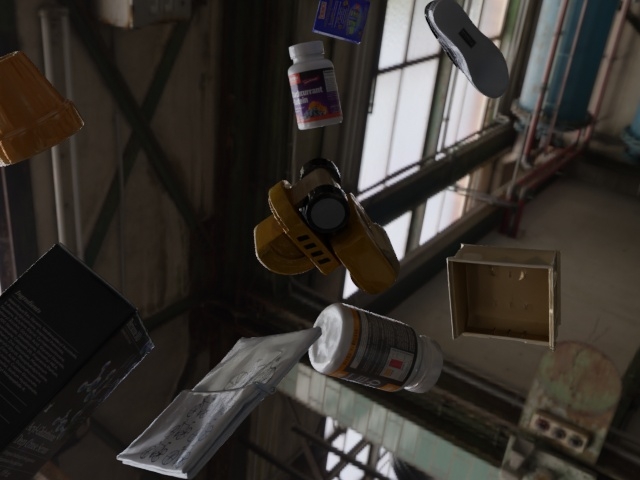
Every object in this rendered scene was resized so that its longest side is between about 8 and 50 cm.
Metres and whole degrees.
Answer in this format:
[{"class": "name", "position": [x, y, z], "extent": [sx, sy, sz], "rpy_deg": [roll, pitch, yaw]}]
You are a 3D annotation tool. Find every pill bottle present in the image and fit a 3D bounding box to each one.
[{"class": "pill bottle", "position": [0.128, 0.250, 1.596], "extent": [0.279, 0.162, 0.162], "rpy_deg": [21, -159, -25]}, {"class": "pill bottle", "position": [-0.017, -0.363, 1.660], "extent": [0.108, 0.193, 0.108], "rpy_deg": [-11, -171, 2]}]

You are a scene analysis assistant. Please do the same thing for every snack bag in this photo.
[{"class": "snack bag", "position": [-0.174, 0.265, 1.222], "extent": [0.342, 0.037, 0.323], "rpy_deg": [-44, -167, -31]}]

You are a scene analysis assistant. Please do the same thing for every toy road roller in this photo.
[{"class": "toy road roller", "position": [0.000, 0.000, 1.584], "extent": [0.241, 0.329, 0.202], "rpy_deg": [-35, -153, 12]}]

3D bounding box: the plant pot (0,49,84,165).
[{"class": "plant pot", "position": [-0.637, -0.287, 1.489], "extent": [0.205, 0.187, 0.205], "rpy_deg": [-19, -154, 9]}]

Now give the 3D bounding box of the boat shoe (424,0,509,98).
[{"class": "boat shoe", "position": [0.274, -0.367, 1.353], "extent": [0.228, 0.080, 0.076], "rpy_deg": [42, -176, -23]}]

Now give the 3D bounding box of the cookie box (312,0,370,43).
[{"class": "cookie box", "position": [0.045, -0.487, 1.541], "extent": [0.107, 0.091, 0.040], "rpy_deg": [14, -175, -6]}]

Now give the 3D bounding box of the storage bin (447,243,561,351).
[{"class": "storage bin", "position": [0.481, 0.150, 1.840], "extent": [0.263, 0.260, 0.123], "rpy_deg": [4, -156, 27]}]

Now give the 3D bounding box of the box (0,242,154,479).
[{"class": "box", "position": [-0.546, 0.251, 1.366], "extent": [0.212, 0.293, 0.395], "rpy_deg": [37, -110, 9]}]
